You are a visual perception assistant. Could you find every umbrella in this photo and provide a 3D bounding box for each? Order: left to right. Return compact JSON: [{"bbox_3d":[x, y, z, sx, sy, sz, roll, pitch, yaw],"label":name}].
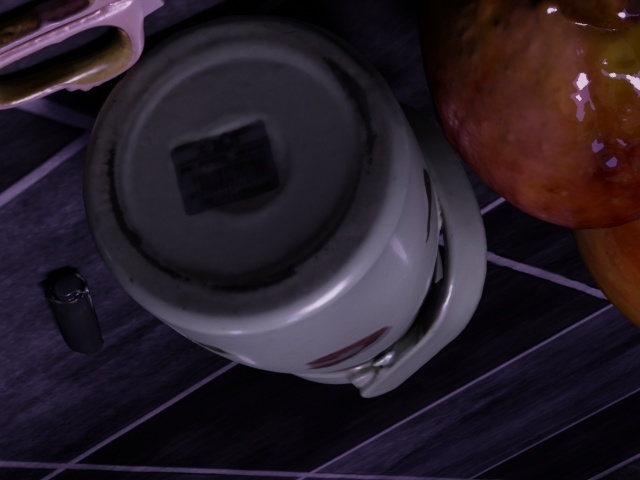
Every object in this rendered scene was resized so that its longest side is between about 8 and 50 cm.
[{"bbox_3d":[-0.203,0.061,1.232,0.036,0.031,0.133,-20,157,-11],"label":"umbrella"}]

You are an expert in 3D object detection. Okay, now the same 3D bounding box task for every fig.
[{"bbox_3d":[0.174,-0.128,0.929,0.224,0.224,0.263,-24,139,3],"label":"fig"}]

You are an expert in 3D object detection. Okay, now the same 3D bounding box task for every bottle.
[{"bbox_3d":[0.000,0.000,1.051,0.229,0.229,0.351,-25,158,7],"label":"bottle"}]

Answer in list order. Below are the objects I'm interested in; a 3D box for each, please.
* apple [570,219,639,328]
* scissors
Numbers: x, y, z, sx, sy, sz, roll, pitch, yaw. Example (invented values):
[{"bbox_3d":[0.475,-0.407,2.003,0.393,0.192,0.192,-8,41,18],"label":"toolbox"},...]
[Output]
[{"bbox_3d":[0.346,-0.032,1.274,0.286,0.233,0.286,-20,159,-8],"label":"apple"},{"bbox_3d":[-0.098,-0.150,0.857,0.317,0.024,0.160,-24,158,3],"label":"scissors"}]
